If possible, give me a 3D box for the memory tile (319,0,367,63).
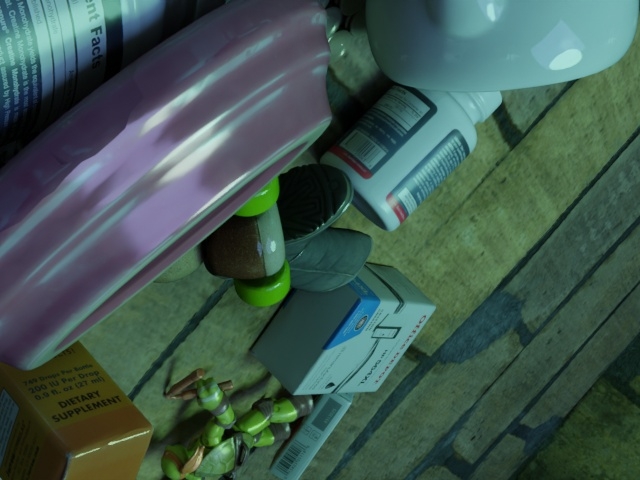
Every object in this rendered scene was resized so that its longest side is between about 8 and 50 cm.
[{"bbox_3d":[-0.003,-0.203,0.959,0.113,0.012,0.148,-44,153,-6],"label":"memory tile"}]

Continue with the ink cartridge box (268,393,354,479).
[{"bbox_3d":[-0.003,0.229,1.463,0.145,0.045,0.179,-56,-176,15],"label":"ink cartridge box"}]

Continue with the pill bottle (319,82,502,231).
[{"bbox_3d":[0.097,-0.107,1.121,0.180,0.108,0.108,-45,152,-5],"label":"pill bottle"}]

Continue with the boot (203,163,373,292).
[{"bbox_3d":[0.000,-0.003,1.125,0.189,0.076,0.208,-27,155,28],"label":"boot"}]

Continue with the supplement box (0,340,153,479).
[{"bbox_3d":[-0.225,0.095,0.791,0.078,0.233,0.080,-13,133,-47],"label":"supplement box"}]

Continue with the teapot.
[{"bbox_3d":[0.153,-0.244,0.934,0.252,0.256,0.187,-14,112,-19],"label":"teapot"}]

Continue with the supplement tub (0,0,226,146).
[{"bbox_3d":[-0.204,-0.137,0.565,0.272,0.191,0.191,-31,148,-30],"label":"supplement tub"}]

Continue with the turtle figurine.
[{"bbox_3d":[-0.108,0.228,1.286,0.217,0.087,0.269,-20,142,-42],"label":"turtle figurine"}]

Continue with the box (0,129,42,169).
[{"bbox_3d":[-0.294,-0.037,0.712,0.231,0.056,0.183,-31,149,-30],"label":"box"}]

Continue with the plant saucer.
[{"bbox_3d":[-0.113,-0.027,0.696,0.332,0.084,0.332,-39,-179,1],"label":"plant saucer"}]

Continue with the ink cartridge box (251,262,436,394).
[{"bbox_3d":[0.034,0.107,1.333,0.148,0.086,0.203,-56,151,15],"label":"ink cartridge box"}]

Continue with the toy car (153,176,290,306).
[{"bbox_3d":[-0.130,-0.021,0.935,0.188,0.149,0.155,-11,141,-6],"label":"toy car"}]
